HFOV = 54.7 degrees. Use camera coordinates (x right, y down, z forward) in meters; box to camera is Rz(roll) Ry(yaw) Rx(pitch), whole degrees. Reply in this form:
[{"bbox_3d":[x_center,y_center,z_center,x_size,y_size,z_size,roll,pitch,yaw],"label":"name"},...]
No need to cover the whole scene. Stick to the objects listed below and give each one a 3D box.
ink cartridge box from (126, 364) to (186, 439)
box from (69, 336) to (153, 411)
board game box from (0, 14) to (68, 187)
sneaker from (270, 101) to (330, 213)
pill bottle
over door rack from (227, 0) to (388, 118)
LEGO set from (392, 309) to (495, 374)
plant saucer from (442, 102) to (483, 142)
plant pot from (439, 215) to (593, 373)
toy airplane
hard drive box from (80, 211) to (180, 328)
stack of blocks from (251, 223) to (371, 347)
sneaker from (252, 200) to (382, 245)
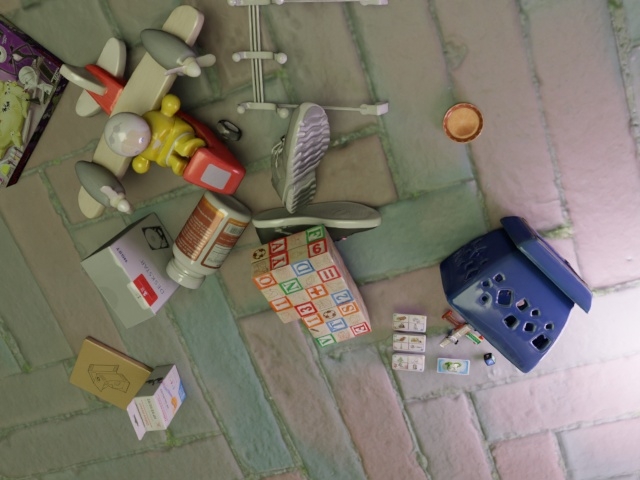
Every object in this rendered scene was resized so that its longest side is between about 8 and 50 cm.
[{"bbox_3d":[-0.418,0.414,1.593,0.061,0.181,0.104,-10,110,14],"label":"ink cartridge box"},{"bbox_3d":[-0.573,0.370,1.691,0.201,0.021,0.164,27,114,-2],"label":"box"},{"bbox_3d":[-0.738,-0.316,1.436,0.208,0.056,0.347,38,113,-1],"label":"board game box"},{"bbox_3d":[-0.064,-0.179,1.290,0.115,0.105,0.281,43,143,21],"label":"sneaker"},{"bbox_3d":[-0.261,-0.001,1.416,0.121,0.121,0.216,34,103,-4],"label":"pill bottle"},{"bbox_3d":[-0.026,-0.373,1.251,0.324,0.108,0.240,2,113,9],"label":"over door rack"},{"bbox_3d":[0.296,0.238,1.482,0.244,0.060,0.183,3,124,11],"label":"LEGO set"},{"bbox_3d":[0.298,-0.245,1.294,0.083,0.013,0.084,3,111,8],"label":"plant saucer"},{"bbox_3d":[0.409,0.093,1.295,0.236,0.236,0.212,43,107,-7],"label":"plant pot"},{"bbox_3d":[-0.374,-0.249,1.271,0.384,0.272,0.386,-8,106,11],"label":"toy airplane"},{"bbox_3d":[-0.414,0.063,1.426,0.089,0.232,0.181,-25,106,19],"label":"hard drive box"},{"bbox_3d":[-0.016,0.115,1.379,0.171,0.087,0.297,-20,133,11],"label":"stack of blocks"},{"bbox_3d":[0.000,0.000,1.403,0.295,0.104,0.147,-3,115,15],"label":"sneaker"}]
